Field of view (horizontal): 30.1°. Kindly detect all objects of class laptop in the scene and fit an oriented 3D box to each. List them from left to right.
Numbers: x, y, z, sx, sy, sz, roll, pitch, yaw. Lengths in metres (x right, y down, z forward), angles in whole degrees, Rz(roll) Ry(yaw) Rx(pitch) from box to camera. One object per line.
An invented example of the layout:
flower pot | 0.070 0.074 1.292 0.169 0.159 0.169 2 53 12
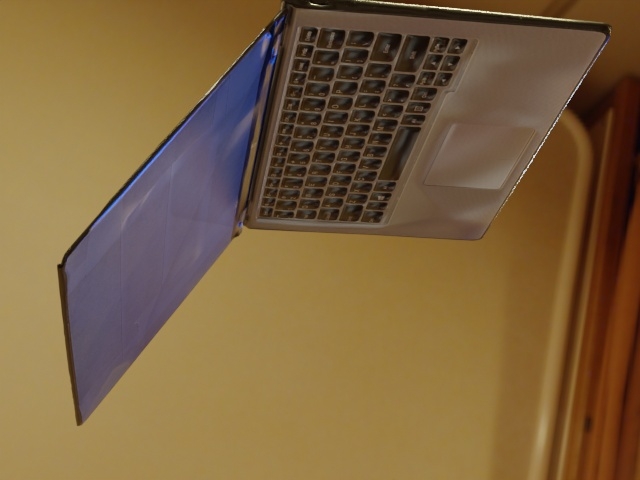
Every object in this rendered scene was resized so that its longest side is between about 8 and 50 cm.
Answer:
laptop | 0.000 0.000 1.015 0.407 0.236 0.382 3 -25 -8
